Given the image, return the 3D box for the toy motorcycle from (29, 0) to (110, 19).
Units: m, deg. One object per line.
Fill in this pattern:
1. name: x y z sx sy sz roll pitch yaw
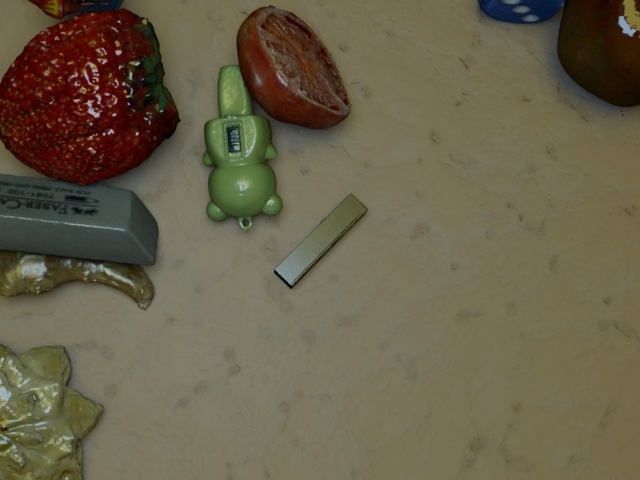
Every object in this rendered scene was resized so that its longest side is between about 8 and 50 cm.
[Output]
1. toy motorcycle: -0.407 -0.444 1.351 0.171 0.298 0.089 -19 126 -8

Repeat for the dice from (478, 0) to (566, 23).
1. dice: 0.373 -0.487 1.490 0.147 0.146 0.143 6 82 -6

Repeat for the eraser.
1. eraser: -0.437 -0.040 1.316 0.353 0.077 0.111 7 37 -14

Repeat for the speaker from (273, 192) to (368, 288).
1. speaker: 0.000 0.000 1.422 0.046 0.040 0.191 44 79 4

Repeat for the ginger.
1. ginger: -0.439 0.038 1.350 0.334 0.081 0.147 11 42 -10

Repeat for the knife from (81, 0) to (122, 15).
1. knife: -0.354 -0.480 1.473 0.058 0.032 0.244 26 74 7

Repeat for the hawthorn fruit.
1. hawthorn fruit: 0.567 -0.378 1.415 0.268 0.301 0.267 0 87 -6

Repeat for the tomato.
1. tomato: -0.055 -0.282 1.398 0.095 0.237 0.236 -36 85 32

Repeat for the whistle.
1. whistle: -0.139 -0.158 1.398 0.131 0.106 0.288 -6 84 4

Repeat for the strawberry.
1. strawberry: -0.385 -0.232 1.316 0.289 0.238 0.250 -14 42 -2

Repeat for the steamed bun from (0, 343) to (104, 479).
1. steamed bun: -0.493 0.290 1.276 0.295 0.137 0.292 41 76 4
